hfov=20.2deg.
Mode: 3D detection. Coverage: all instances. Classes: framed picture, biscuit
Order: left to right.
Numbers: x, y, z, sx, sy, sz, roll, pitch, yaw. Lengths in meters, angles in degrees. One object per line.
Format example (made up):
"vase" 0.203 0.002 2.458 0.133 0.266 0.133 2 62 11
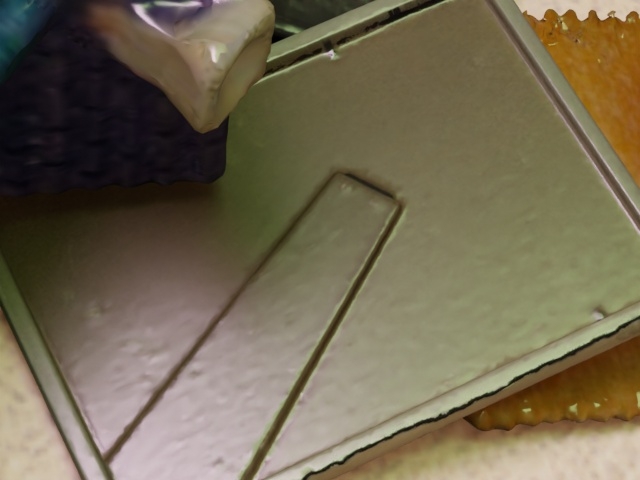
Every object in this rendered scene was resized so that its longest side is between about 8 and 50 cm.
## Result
"framed picture" 0.000 0.000 0.827 0.289 0.020 0.211 -24 64 -13
"biscuit" 0.138 -0.019 0.895 0.232 0.013 0.237 -1 62 -21

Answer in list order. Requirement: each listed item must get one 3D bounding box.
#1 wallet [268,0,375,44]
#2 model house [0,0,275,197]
"wallet" 0.032 -0.216 1.000 0.170 0.044 0.321 18 57 -12
"model house" -0.175 -0.087 0.732 0.280 0.245 0.312 29 56 12
